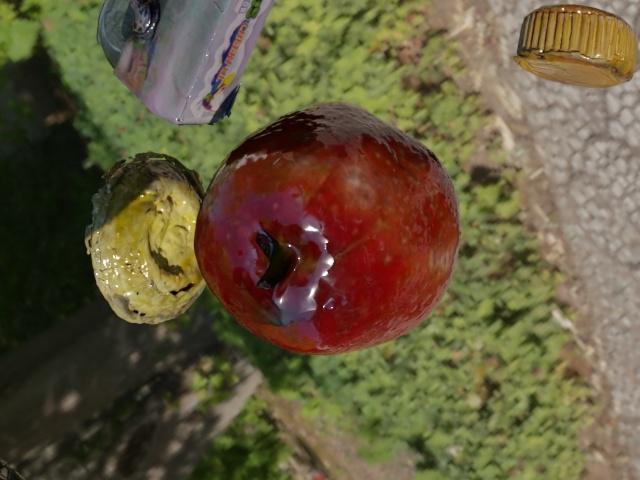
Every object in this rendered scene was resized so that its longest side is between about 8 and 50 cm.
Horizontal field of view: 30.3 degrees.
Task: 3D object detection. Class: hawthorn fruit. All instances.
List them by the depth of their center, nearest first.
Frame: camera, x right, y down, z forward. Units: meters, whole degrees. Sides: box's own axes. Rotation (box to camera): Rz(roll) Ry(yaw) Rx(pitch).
[{"bbox_3d":[0.000,0.000,1.275,0.285,0.284,0.369,54,-161,1],"label":"hawthorn fruit"}]

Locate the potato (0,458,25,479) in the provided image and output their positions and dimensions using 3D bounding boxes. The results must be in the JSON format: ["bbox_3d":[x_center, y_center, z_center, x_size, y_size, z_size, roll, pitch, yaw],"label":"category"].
[{"bbox_3d":[-0.387,0.315,0.959,0.442,0.385,0.320,-7,97,39],"label":"potato"}]

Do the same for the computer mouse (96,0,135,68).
[{"bbox_3d":[-0.146,-0.363,1.498,0.203,0.374,0.114,35,-173,35],"label":"computer mouse"}]

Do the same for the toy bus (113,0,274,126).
[{"bbox_3d":[-0.116,-0.282,1.308,0.138,0.112,0.317,47,126,27],"label":"toy bus"}]

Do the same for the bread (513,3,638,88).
[{"bbox_3d":[0.408,-0.312,1.871,0.199,0.199,0.104,-174,94,-69],"label":"bread"}]

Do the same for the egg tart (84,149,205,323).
[{"bbox_3d":[-0.246,-0.002,1.841,0.095,0.279,0.279,3,132,35],"label":"egg tart"}]
